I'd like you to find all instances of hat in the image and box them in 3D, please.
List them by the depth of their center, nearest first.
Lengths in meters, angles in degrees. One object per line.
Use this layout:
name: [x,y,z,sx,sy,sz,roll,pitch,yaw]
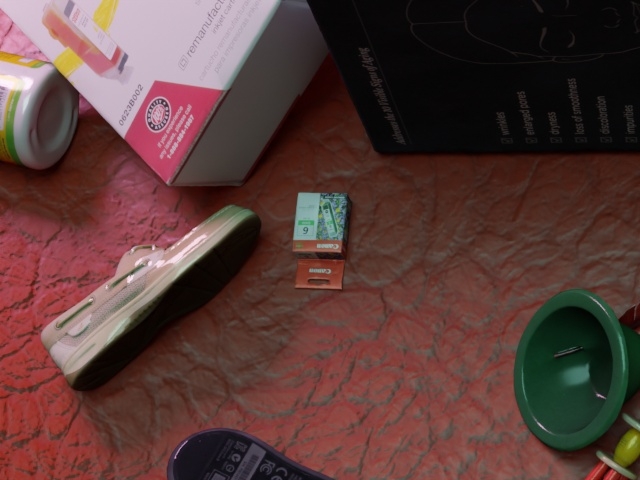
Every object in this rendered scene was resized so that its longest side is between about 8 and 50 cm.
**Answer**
hat: [0.348,0.139,1.750,0.208,0.183,0.173,-53,46,38]

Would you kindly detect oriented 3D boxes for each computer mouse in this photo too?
computer mouse: [-0.051,0.313,1.754,0.272,0.072,0.188,29,61,15]

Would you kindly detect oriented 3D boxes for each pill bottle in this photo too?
pill bottle: [-0.446,-0.182,2.005,0.245,0.136,0.136,15,74,19]

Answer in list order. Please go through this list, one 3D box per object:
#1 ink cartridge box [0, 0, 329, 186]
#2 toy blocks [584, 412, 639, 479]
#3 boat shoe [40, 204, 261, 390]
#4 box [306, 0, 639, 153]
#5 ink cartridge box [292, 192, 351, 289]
ink cartridge box: [-0.190,-0.290,1.913,0.385,0.160,0.279,45,117,25]
toy blocks: [0.338,0.279,1.683,0.123,0.054,0.148,33,95,11]
boat shoe: [-0.206,0.050,1.878,0.302,0.109,0.098,-41,67,2]
box: [0.250,-0.317,1.699,0.471,0.480,0.297,-1,68,13]
ink cartridge box: [0.000,0.000,1.885,0.062,0.029,0.115,1,70,14]
